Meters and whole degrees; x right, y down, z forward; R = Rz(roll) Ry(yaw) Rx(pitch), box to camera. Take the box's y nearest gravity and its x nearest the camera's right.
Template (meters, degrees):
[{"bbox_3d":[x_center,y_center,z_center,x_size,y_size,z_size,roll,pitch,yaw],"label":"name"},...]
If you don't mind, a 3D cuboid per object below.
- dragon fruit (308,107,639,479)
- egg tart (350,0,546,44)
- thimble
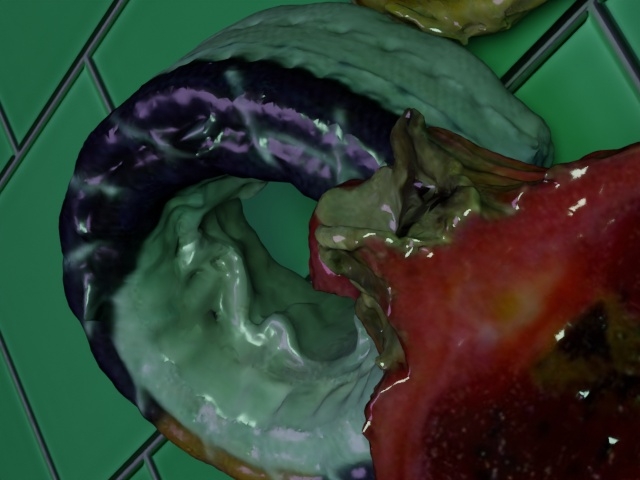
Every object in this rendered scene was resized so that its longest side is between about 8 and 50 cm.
[{"bbox_3d":[0.087,0.033,0.609,0.262,0.211,0.134,-49,17,5],"label":"dragon fruit"},{"bbox_3d":[0.045,-0.237,0.743,0.295,0.116,0.295,11,105,50],"label":"egg tart"},{"bbox_3d":[0.000,0.000,0.765,0.237,0.150,0.237,13,124,19],"label":"thimble"}]
